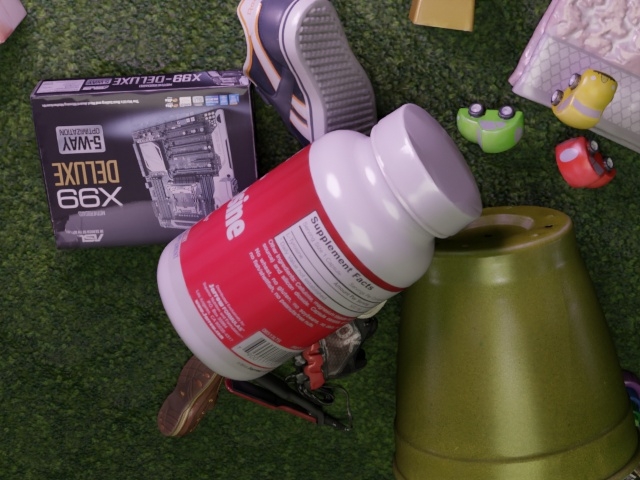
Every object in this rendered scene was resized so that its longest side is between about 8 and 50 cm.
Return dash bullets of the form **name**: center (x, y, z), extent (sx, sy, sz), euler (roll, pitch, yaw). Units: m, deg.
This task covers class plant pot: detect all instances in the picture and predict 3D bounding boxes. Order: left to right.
- **plant pot**: center (0.167, -0.330, 1.647), extent (0.081, 0.081, 0.083), euler (7, 105, -3)
- **plant pot**: center (0.260, 0.146, 1.760), extent (0.366, 0.366, 0.353), euler (-8, 106, 5)

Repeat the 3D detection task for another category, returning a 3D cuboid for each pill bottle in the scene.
- **pill bottle**: center (0.000, 0.000, 1.632), extent (0.407, 0.229, 0.229), euler (-33, 112, 23)

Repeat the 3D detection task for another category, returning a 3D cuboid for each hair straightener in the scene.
- **hair straightener**: center (-0.034, 0.242, 1.946), extent (0.230, 0.047, 0.089), euler (29, 113, -22)

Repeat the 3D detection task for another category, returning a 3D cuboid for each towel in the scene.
- **towel**: center (0.471, -0.274, 1.685), extent (0.331, 0.053, 0.317), euler (24, 115, -12)

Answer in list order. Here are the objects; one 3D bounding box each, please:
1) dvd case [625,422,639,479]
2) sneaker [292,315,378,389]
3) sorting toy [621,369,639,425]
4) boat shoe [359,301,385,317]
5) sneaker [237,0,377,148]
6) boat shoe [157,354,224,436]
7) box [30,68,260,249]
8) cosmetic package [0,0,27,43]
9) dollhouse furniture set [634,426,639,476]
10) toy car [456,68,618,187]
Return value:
- **dvd case**: center (0.515, 0.338, 2.018), extent (0.087, 0.013, 0.119), euler (30, 115, -14)
- **sneaker**: center (0.017, 0.093, 1.855), extent (0.135, 0.098, 0.276), euler (-7, 113, -4)
- **sorting toy**: center (0.582, 0.164, 1.866), extent (0.127, 0.126, 0.365), euler (39, 110, -18)
- **boat shoe**: center (0.083, -0.002, 1.783), extent (0.084, 0.079, 0.233), euler (11, 99, 5)
- **sneaker**: center (-0.016, -0.218, 1.682), extent (0.127, 0.126, 0.321), euler (23, 151, 33)
- **boat shoe**: center (-0.192, 0.239, 1.957), extent (0.060, 0.064, 0.178), euler (17, 112, -45)
- **box**: center (-0.241, -0.115, 1.761), extent (0.307, 0.076, 0.242), euler (-2, 117, 1)
- **cosmetic package**: center (-0.533, -0.376, 1.602), extent (0.153, 0.129, 0.296), euler (-23, 114, 14)
- **dollhouse furniture set**: center (0.561, 0.312, 1.962), extent (0.161, 0.101, 0.182), euler (-48, 116, -8)
- **toy car**: center (0.299, -0.146, 1.718), extent (0.225, 0.053, 0.239), euler (5, 146, 15)
